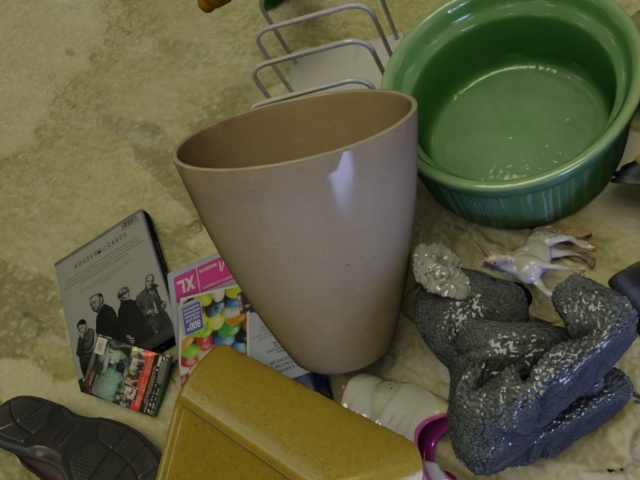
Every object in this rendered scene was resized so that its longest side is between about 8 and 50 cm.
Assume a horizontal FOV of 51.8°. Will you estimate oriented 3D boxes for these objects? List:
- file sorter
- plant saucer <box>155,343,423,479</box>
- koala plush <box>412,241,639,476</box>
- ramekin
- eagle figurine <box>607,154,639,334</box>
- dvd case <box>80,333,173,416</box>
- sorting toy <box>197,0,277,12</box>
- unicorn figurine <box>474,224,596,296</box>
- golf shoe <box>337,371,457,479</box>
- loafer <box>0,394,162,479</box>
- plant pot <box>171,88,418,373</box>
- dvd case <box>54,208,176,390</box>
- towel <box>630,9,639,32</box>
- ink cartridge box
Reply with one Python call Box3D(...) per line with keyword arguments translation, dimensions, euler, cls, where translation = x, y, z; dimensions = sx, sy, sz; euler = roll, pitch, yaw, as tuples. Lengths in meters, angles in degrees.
Box3D(translation=(0.011, -0.213, 0.939), dimensions=(0.193, 0.173, 0.277), euler=(-8, 63, 20), cls="file sorter")
Box3D(translation=(-0.082, 0.307, 0.672), dimensions=(0.333, 0.081, 0.332), euler=(15, 91, 46), cls="plant saucer")
Box3D(translation=(0.175, 0.106, 0.693), dimensions=(0.203, 0.196, 0.221), euler=(-32, 47, -8), cls="koala plush")
Box3D(translation=(0.239, -0.163, 0.830), dimensions=(0.303, 0.148, 0.303), euler=(-10, 62, 19), cls="ramekin")
Box3D(translation=(0.395, -0.030, 0.618), dimensions=(0.226, 0.298, 0.225), euler=(-35, 73, -2), cls="eagle figurine")
Box3D(translation=(-0.274, 0.190, 0.932), dimensions=(0.119, 0.013, 0.087), euler=(13, 85, 14), cls="dvd case")
Box3D(translation=(-0.105, -0.402, 1.024), dimensions=(0.127, 0.365, 0.126), euler=(42, 109, -3), cls="sorting toy")
Box3D(translation=(0.252, 0.022, 0.762), dimensions=(0.111, 0.162, 0.060), euler=(19, 113, 28), cls="unicorn figurine")
Box3D(translation=(0.069, 0.295, 0.704), dimensions=(0.140, 0.115, 0.306), euler=(2, 68, 21), cls="golf shoe")
Box3D(translation=(-0.316, 0.300, 0.892), dimensions=(0.302, 0.095, 0.109), euler=(16, 43, 24), cls="loafer")
Box3D(translation=(0.000, 0.000, 0.735), dimensions=(0.256, 0.274, 0.256), euler=(-11, 25, 5), cls="plant pot")
Box3D(translation=(-0.313, 0.088, 1.015), dimensions=(0.179, 0.029, 0.238), euler=(-30, 57, 7), cls="dvd case")
Box3D(translation=(0.422, -0.246, 0.839), dimensions=(0.110, 0.027, 0.148), euler=(-32, 40, 18), cls="towel")
Box3D(translation=(-0.096, 0.151, 0.875), dimensions=(0.186, 0.065, 0.311), euler=(-23, 61, 12), cls="ink cartridge box")
